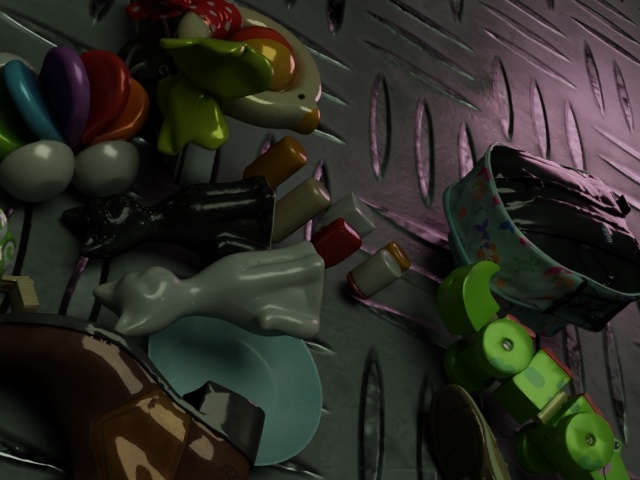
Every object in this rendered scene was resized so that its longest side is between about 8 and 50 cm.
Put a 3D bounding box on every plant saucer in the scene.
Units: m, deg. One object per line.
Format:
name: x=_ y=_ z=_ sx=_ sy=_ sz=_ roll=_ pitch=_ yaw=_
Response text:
plant saucer: x=-0.088 y=0.136 z=0.956 sx=0.195 sy=0.037 sz=0.195 roll=22 pitch=45 yaw=-24

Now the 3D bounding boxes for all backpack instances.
backpack: x=0.275 y=-0.003 z=1.266 sx=0.253 sy=0.191 sz=0.225 roll=21 pitch=43 yaw=-35

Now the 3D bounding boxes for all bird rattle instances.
bird rattle: x=-0.098 y=-0.189 z=1.011 sx=0.206 sy=0.143 sz=0.254 roll=16 pitch=35 yaw=-27

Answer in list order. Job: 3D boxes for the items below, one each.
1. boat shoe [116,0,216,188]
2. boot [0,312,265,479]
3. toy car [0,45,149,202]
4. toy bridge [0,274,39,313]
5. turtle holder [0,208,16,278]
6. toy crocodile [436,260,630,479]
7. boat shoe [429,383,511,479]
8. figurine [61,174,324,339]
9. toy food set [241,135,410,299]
boat shoe: x=-0.178 y=-0.188 z=1.117 sx=0.119 sy=0.121 sz=0.335 roll=7 pitch=45 yaw=-18
boot: x=-0.198 y=0.219 z=0.771 sx=0.264 sy=0.096 sz=0.281 roll=31 pitch=57 yaw=-18
toy car: x=-0.253 y=-0.132 z=0.966 sx=0.182 sy=0.136 sz=0.159 roll=-6 pitch=61 yaw=-44
toy bridge: x=-0.335 y=0.041 z=0.835 sx=0.188 sy=0.026 sz=0.063 roll=-2 pitch=57 yaw=-42
turtle holder: x=-0.383 y=-0.092 z=0.714 sx=0.320 sy=0.243 sz=0.227 roll=27 pitch=45 yaw=14
toy crocodile: x=0.252 y=0.177 z=1.129 sx=0.105 sy=0.115 sz=0.340 roll=-37 pitch=84 yaw=-26
boat shoe: x=0.177 y=0.250 z=1.074 sx=0.072 sy=0.068 sz=0.190 roll=7 pitch=61 yaw=-52
figurine: x=-0.126 y=0.021 z=0.940 sx=0.209 sy=0.092 sz=0.215 roll=-3 pitch=33 yaw=-26
toy food set: x=0.000 y=0.000 z=1.130 sx=0.232 sy=0.104 sz=0.111 roll=42 pitch=22 yaw=-32
